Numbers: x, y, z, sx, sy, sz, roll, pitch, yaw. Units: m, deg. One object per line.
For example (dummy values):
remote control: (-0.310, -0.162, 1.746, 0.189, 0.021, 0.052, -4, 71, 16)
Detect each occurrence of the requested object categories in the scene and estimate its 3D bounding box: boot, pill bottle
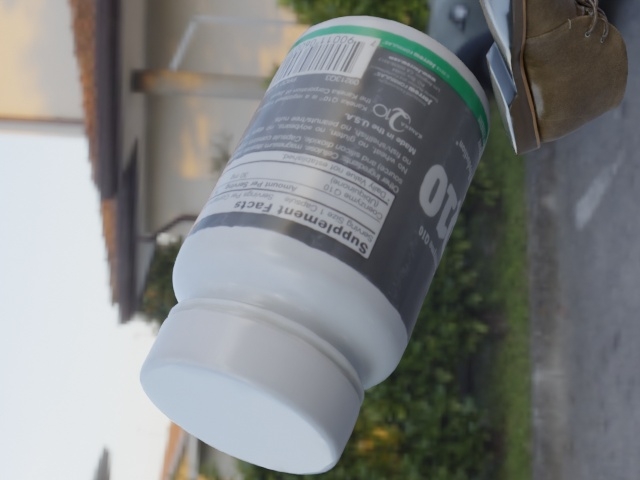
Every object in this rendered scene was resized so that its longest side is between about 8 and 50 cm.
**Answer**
boot: (0.200, -0.197, 0.977, 0.305, 0.115, 0.112, 64, -168, -57)
pill bottle: (0.000, 0.000, 0.964, 0.204, 0.204, 0.361, 94, -162, -59)
